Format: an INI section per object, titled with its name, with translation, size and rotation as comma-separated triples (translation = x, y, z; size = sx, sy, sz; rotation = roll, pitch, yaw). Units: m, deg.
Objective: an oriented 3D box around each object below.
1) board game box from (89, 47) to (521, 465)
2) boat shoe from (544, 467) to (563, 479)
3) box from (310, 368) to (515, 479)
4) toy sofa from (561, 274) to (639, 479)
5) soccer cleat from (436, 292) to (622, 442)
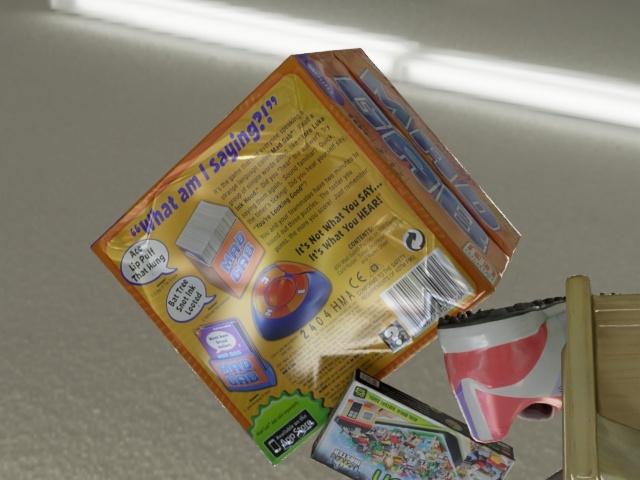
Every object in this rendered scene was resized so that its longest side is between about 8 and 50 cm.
[board game box]
translation = 0.000, 0.000, 1.478
size = 0.356, 0.356, 0.356
rotation = 50, -161, 1
[boat shoe]
translation = 0.330, 0.403, 1.230
size = 0.123, 0.325, 0.116
rotation = -28, 164, 31
[box]
translation = 0.105, 0.244, 1.292
size = 0.207, 0.114, 0.036
rotation = 27, -164, -3
[toy sofa]
translation = 0.340, 0.119, 0.735
size = 0.362, 0.177, 0.150
rotation = -4, -124, 15
[soccer cleat]
translation = 0.223, 0.116, 1.109
size = 0.108, 0.117, 0.318
rotation = -11, 175, 38
